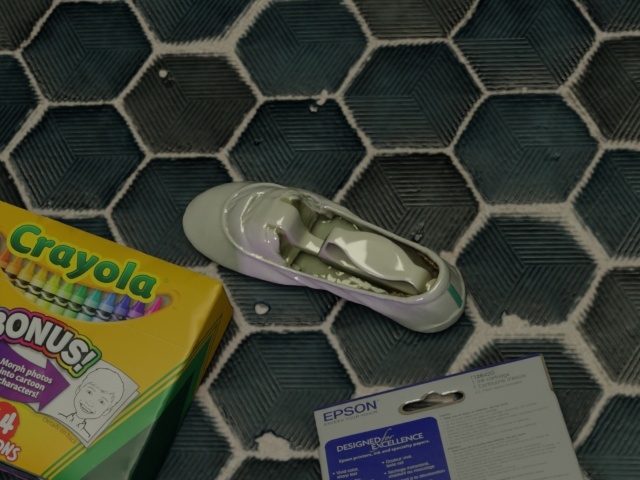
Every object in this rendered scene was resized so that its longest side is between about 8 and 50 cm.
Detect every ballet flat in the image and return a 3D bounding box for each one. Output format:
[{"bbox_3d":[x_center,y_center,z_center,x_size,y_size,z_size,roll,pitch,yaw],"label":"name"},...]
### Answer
[{"bbox_3d":[0.000,0.000,2.071,0.400,0.139,0.139,21,73,16],"label":"ballet flat"}]

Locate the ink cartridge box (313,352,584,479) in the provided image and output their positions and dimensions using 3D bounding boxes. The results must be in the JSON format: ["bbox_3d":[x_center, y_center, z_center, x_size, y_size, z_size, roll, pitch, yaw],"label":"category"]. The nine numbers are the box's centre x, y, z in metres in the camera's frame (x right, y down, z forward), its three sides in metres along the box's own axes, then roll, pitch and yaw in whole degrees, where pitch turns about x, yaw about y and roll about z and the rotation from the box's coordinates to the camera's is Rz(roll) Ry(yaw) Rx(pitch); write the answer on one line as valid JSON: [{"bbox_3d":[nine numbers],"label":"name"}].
[{"bbox_3d":[0.156,0.287,1.937,0.303,0.072,0.307,-14,33,3],"label":"ink cartridge box"}]

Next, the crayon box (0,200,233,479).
[{"bbox_3d":[-0.340,0.146,2.075,0.363,0.106,0.313,19,72,16],"label":"crayon box"}]
